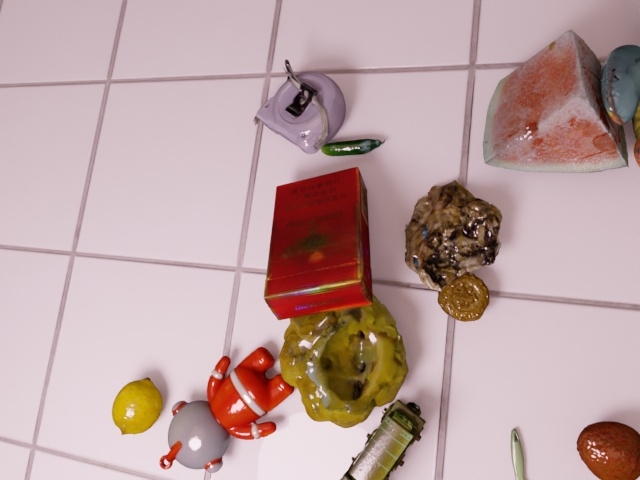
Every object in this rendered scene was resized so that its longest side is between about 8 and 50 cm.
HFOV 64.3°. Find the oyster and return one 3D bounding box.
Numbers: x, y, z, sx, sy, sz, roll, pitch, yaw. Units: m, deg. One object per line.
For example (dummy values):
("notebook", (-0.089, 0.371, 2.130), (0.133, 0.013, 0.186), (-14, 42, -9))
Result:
("oyster", (0.254, -0.023, 1.034), (0.214, 0.083, 0.223), (-34, 52, 0))

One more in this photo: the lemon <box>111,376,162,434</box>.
("lemon", (-0.418, 0.380, 1.167), (0.109, 0.109, 0.133), (17, 76, 20))

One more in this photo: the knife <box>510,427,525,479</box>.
("knife", (0.377, 0.458, 0.946), (0.030, 0.014, 0.207), (-7, 78, 17))

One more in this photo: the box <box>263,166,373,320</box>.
("box", (-0.001, 0.000, 1.053), (0.197, 0.089, 0.313), (-11, 47, 15))

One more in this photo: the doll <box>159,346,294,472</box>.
("doll", (-0.216, 0.386, 1.110), (0.336, 0.105, 0.200), (-41, 72, -2))

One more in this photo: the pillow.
("pillow", (0.589, -0.245, 0.927), (0.233, 0.086, 0.214), (51, 57, -15))

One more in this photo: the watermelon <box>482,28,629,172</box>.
("watermelon", (0.442, -0.250, 0.971), (0.261, 0.201, 0.213), (-2, 69, 21))

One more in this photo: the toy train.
("toy train", (0.115, 0.410, 0.974), (0.090, 0.137, 0.226), (34, 91, 21))

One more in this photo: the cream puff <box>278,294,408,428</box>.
("cream puff", (0.039, 0.229, 1.012), (0.281, 0.185, 0.282), (-5, 76, 19))

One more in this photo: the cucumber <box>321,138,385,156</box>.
("cucumber", (0.072, -0.213, 1.168), (0.155, 0.037, 0.037), (-3, 78, 18))

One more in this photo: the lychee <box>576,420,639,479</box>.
("lychee", (0.515, 0.364, 0.873), (0.140, 0.101, 0.115), (19, 90, 16))

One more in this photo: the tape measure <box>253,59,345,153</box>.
("tape measure", (-0.038, -0.308, 1.180), (0.196, 0.105, 0.178), (31, 86, 29))

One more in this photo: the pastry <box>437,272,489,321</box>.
("pastry", (0.286, 0.112, 1.025), (0.097, 0.057, 0.109), (-31, 74, 4))
